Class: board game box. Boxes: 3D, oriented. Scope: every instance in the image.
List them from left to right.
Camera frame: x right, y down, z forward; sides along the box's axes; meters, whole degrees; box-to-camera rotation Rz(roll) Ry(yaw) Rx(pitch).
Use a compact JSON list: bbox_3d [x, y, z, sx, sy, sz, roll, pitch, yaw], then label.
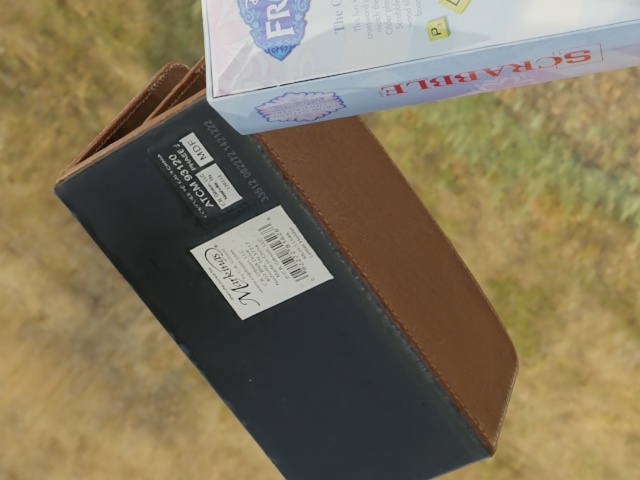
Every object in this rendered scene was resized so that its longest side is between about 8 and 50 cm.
[{"bbox_3d":[0.086,-0.237,0.806,0.318,0.318,0.066,-8,165,11],"label":"board game box"}]

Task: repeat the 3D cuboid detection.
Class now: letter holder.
[{"bbox_3d":[0.000,0.000,1.068,0.152,0.214,0.302,-27,108,31],"label":"letter holder"}]
